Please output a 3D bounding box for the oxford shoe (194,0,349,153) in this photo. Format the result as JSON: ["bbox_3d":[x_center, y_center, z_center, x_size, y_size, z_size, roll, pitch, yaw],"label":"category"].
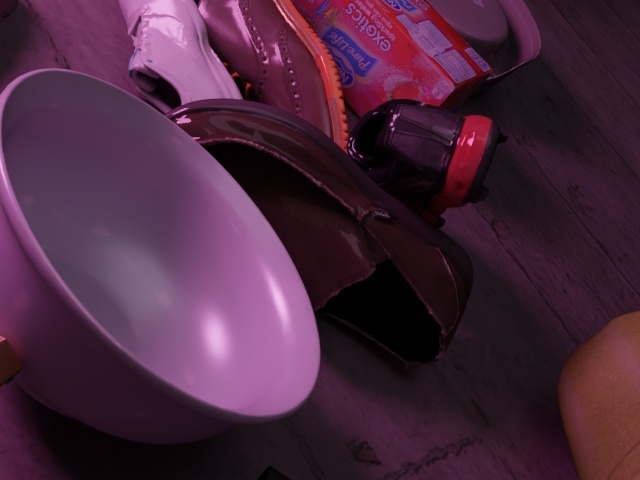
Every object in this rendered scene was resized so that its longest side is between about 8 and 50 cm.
[{"bbox_3d":[-0.069,-0.186,1.183,0.132,0.130,0.364,-16,67,-16],"label":"oxford shoe"}]

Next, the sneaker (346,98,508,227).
[{"bbox_3d":[0.088,-0.079,1.115,0.135,0.276,0.098,20,81,-4],"label":"sneaker"}]

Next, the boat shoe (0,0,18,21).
[{"bbox_3d":[-0.390,-0.244,0.849,0.355,0.130,0.132,34,-16,27],"label":"boat shoe"}]

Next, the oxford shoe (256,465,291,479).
[{"bbox_3d":[-0.030,0.250,0.728,0.096,0.083,0.227,33,35,-5],"label":"oxford shoe"}]

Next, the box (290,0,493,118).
[{"bbox_3d":[0.068,-0.246,1.351,0.257,0.123,0.128,48,33,7],"label":"box"}]

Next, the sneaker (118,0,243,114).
[{"bbox_3d":[-0.161,-0.187,1.102,0.094,0.080,0.212,-18,67,-40],"label":"sneaker"}]

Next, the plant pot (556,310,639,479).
[{"bbox_3d":[0.343,0.203,1.034,0.276,0.276,0.254,28,21,-21],"label":"plant pot"}]

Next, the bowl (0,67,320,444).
[{"bbox_3d":[-0.147,0.033,0.782,0.298,0.134,0.298,42,23,-22],"label":"bowl"}]

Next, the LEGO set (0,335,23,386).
[{"bbox_3d":[-0.252,0.160,0.580,0.107,0.132,0.287,51,27,-3],"label":"LEGO set"}]

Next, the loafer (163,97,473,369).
[{"bbox_3d":[0.000,0.000,0.997,0.365,0.134,0.130,28,38,-22],"label":"loafer"}]

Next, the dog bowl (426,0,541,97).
[{"bbox_3d":[0.149,-0.345,1.565,0.348,0.102,0.349,27,37,-23],"label":"dog bowl"}]
